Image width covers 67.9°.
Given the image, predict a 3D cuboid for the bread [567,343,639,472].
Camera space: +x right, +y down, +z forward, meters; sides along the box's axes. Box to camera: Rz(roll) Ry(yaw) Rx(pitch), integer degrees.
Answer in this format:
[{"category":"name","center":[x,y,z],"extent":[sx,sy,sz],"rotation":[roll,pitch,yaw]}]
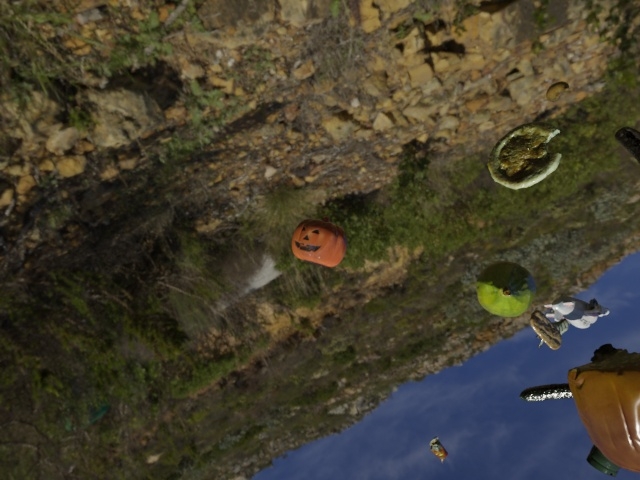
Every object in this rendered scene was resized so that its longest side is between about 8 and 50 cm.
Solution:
[{"category":"bread","center":[0.685,0.347,0.991],"extent":[0.225,0.279,0.250],"rotation":[-31,-171,-28]}]

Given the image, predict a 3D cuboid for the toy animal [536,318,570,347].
[{"category":"toy animal","center":[1.087,0.394,2.187],"extent":[0.216,0.176,0.073],"rotation":[-15,-138,-26]}]

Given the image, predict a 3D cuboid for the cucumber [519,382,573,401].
[{"category":"cucumber","center":[0.883,0.575,1.808],"extent":[0.245,0.067,0.067],"rotation":[-17,-168,35]}]

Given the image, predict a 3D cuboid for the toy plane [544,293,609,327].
[{"category":"toy plane","center":[1.045,0.295,1.958],"extent":[0.252,0.118,0.252],"rotation":[8,162,2]}]

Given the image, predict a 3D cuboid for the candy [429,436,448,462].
[{"category":"candy","center":[0.469,0.826,1.866],"extent":[0.053,0.182,0.046],"rotation":[-35,-142,-2]}]

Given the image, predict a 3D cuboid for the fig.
[{"category":"fig","center":[0.713,0.167,1.825],"extent":[0.233,0.314,0.233],"rotation":[-10,-123,16]}]

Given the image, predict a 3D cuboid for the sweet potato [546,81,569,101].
[{"category":"sweet potato","center":[0.923,-0.578,1.873],"extent":[0.069,0.060,0.249],"rotation":[-15,177,17]}]

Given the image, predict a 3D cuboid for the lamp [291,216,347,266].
[{"category":"lamp","center":[0.000,0.000,1.569],"extent":[0.187,0.164,0.187],"rotation":[16,176,1]}]

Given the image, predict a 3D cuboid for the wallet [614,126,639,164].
[{"category":"wallet","center":[0.654,-0.078,0.830],"extent":[0.044,0.321,0.170],"rotation":[-47,-154,35]}]

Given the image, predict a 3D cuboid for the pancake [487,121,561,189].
[{"category":"pancake","center":[0.683,-0.288,1.602],"extent":[0.253,0.254,0.037],"rotation":[-12,152,41]}]

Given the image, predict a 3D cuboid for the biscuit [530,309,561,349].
[{"category":"biscuit","center":[0.713,0.282,1.500],"extent":[0.071,0.147,0.018],"rotation":[-50,-169,-29]}]

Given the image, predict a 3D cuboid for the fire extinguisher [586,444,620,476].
[{"category":"fire extinguisher","center":[1.002,0.626,1.572],"extent":[0.114,0.311,0.095],"rotation":[25,-170,33]}]
